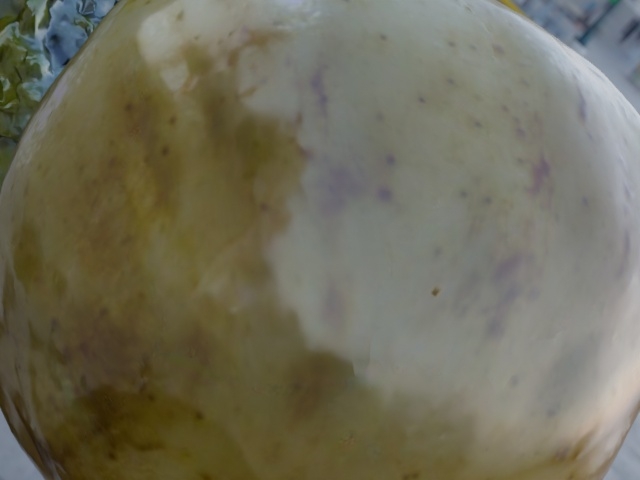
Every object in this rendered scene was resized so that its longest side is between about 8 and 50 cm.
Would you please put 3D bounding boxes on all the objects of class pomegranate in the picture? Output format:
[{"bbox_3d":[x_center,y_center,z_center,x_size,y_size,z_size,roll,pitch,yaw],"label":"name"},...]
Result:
[{"bbox_3d":[0.000,0.000,0.899,0.410,0.410,0.410,40,13,-11],"label":"pomegranate"}]

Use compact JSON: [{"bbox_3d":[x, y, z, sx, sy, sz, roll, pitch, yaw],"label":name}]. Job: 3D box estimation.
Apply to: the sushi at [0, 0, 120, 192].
[{"bbox_3d":[-0.176,-0.180,1.299,0.351,0.240,0.396,5,66,-36],"label":"sushi"}]
